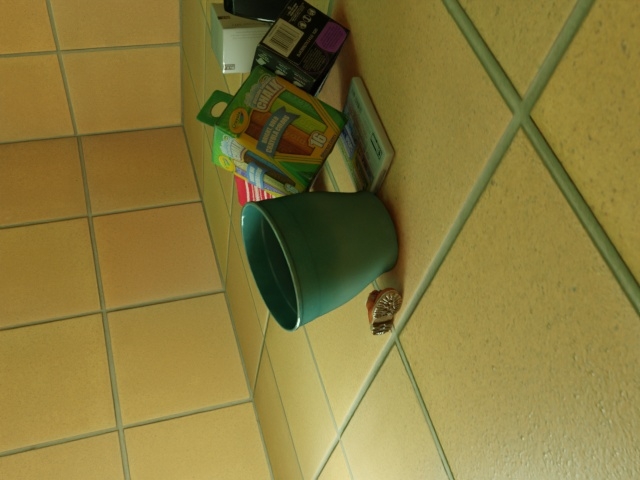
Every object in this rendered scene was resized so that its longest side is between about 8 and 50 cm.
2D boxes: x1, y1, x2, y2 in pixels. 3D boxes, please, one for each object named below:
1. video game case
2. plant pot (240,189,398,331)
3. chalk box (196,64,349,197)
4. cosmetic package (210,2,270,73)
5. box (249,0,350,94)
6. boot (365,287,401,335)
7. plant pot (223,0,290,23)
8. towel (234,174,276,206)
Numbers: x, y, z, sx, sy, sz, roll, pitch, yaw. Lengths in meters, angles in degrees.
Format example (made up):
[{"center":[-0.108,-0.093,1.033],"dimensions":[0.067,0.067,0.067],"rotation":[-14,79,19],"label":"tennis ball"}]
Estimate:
[{"center":[0.089,-0.203,1.376],"dimensions":[0.193,0.023,0.212],"rotation":[108,147,-56],"label":"video game case"},{"center":[0.008,0.015,1.322],"dimensions":[0.271,0.255,0.271],"rotation":[51,152,42],"label":"plant pot"},{"center":[-0.119,-0.232,1.385],"dimensions":[0.180,0.289,0.179],"rotation":[-62,2,-22],"label":"chalk box"},{"center":[-0.253,-0.635,2.028],"dimensions":[0.151,0.152,0.183],"rotation":[98,155,-43],"label":"cosmetic package"},{"center":[-0.063,-0.382,1.456],"dimensions":[0.165,0.143,0.270],"rotation":[-59,3,-22],"label":"box"},{"center":[0.126,0.131,1.378],"dimensions":[0.157,0.059,0.084],"rotation":[104,156,-54],"label":"boot"},{"center":[-0.166,-0.670,1.708],"dimensions":[0.187,0.167,0.188],"rotation":[-130,36,-58],"label":"plant pot"},{"center":[-0.114,-0.103,1.749],"dimensions":[0.275,0.031,0.198],"rotation":[27,149,18],"label":"towel"}]
